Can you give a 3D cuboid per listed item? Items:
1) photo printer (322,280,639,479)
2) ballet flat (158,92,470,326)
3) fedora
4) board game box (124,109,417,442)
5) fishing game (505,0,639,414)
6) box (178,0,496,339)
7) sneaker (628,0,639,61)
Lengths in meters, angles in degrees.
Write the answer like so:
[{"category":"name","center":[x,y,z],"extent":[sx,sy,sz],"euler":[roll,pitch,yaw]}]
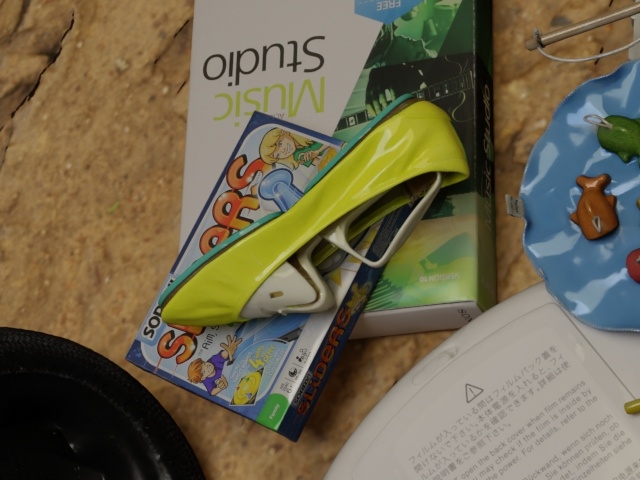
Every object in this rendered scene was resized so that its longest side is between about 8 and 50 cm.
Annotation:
[{"category":"photo printer","center":[0.161,0.177,0.970],"extent":[0.256,0.107,0.307],"euler":[-39,58,4]},{"category":"ballet flat","center":[0.000,0.000,1.039],"extent":[0.231,0.077,0.077],"euler":[-39,76,3]},{"category":"fedora","center":[-0.220,0.232,1.066],"extent":[0.152,0.334,0.334],"euler":[-31,54,46]},{"category":"board game box","center":[-0.031,0.021,1.104],"extent":[0.136,0.035,0.201],"euler":[21,79,30]},{"category":"fishing game","center":[0.201,-0.035,0.955],"extent":[0.189,0.041,0.264],"euler":[-17,65,22]},{"category":"box","center":[0.012,-0.082,1.180],"extent":[0.232,0.058,0.322],"euler":[-8,67,21]},{"category":"sneaker","center":[0.250,-0.088,1.063],"extent":[0.095,0.090,0.235],"euler":[4,72,12]}]
